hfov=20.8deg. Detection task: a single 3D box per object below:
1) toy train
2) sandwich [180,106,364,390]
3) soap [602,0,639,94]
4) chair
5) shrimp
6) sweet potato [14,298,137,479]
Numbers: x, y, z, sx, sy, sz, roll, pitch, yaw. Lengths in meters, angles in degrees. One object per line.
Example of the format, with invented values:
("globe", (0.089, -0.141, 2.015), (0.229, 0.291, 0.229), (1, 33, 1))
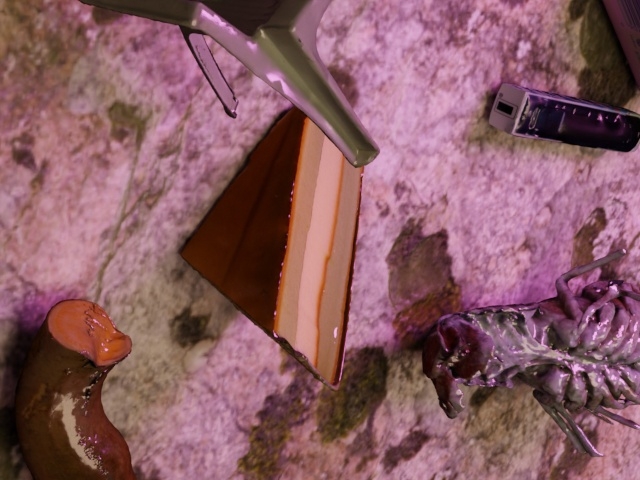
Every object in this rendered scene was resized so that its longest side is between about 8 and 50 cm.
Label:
("toy train", (0.240, -0.114, 1.655), (0.207, 0.047, 0.043), (5, 108, -46))
("sandwich", (0.000, 0.000, 1.419), (0.187, 0.144, 0.117), (-53, 139, -8))
("soap", (0.379, -0.242, 1.651), (0.182, 0.138, 0.199), (-48, 135, -14))
("chair", (-0.064, -0.205, 1.228), (0.275, 0.190, 0.203), (46, 61, -51))
("shrimp", (0.252, 0.109, 1.716), (0.410, 0.166, 0.221), (7, 109, -32))
("sweet potato", (-0.176, 0.172, 1.385), (0.112, 0.085, 0.286), (-39, 134, -28))
